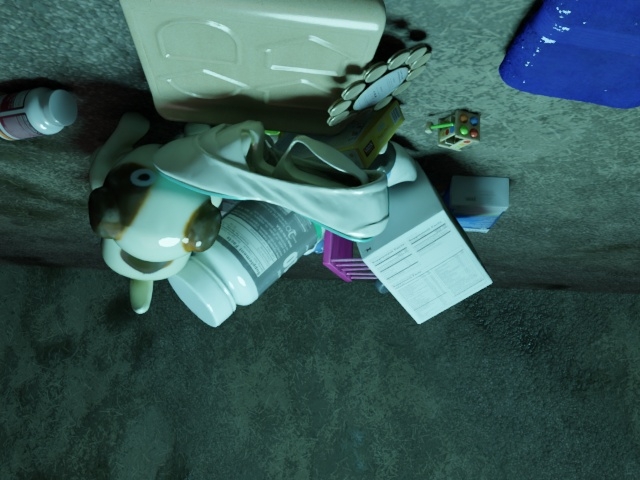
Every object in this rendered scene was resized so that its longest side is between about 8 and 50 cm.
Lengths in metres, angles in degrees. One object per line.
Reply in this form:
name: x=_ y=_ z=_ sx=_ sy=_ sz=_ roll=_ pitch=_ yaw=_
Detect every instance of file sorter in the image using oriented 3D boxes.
file sorter: x=0.130 y=-0.010 z=1.774 sx=0.182 sy=0.202 sz=0.291 roll=-1 pitch=167 yaw=14

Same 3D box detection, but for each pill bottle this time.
pill bottle: x=-0.176 y=0.023 z=1.562 sx=0.204 sy=0.361 sz=0.204 roll=37 pitch=155 yaw=21
pill bottle: x=-0.521 y=-0.232 z=1.188 sx=0.152 sy=0.086 sz=0.086 roll=-2 pitch=167 yaw=27

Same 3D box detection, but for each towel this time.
towel: x=0.373 y=-0.267 z=0.815 sx=0.228 sy=0.076 sz=0.308 roll=11 pitch=168 yaw=0

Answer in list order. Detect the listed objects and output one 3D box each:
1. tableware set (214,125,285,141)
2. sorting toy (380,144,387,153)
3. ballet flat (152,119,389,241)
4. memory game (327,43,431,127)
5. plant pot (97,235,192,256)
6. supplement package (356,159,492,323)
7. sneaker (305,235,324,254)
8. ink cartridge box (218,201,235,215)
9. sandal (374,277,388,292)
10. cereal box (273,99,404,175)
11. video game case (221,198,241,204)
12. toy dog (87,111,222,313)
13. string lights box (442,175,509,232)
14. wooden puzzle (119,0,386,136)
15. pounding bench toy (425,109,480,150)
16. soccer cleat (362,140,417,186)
tableware set: x=-0.138 y=-0.216 z=1.300 sx=0.154 sy=0.024 sz=0.104 roll=6 pitch=168 yaw=-13
sorting toy: x=0.101 y=-0.193 z=1.215 sx=0.045 sy=0.075 sz=0.083 roll=14 pitch=164 yaw=-41
ballet flat: x=-0.073 y=-0.121 z=1.044 sx=0.400 sy=0.139 sz=0.139 roll=19 pitch=170 yaw=7
memory game: x=0.086 y=-0.228 z=0.969 sx=0.186 sy=0.012 sz=0.186 roll=-32 pitch=172 yaw=-5
plant pot: x=-0.414 y=-0.050 z=1.623 sx=0.248 sy=0.252 sz=0.247 roll=13 pitch=164 yaw=-38
supplement package: x=0.217 y=0.006 z=1.461 sx=0.198 sy=0.199 sz=0.262 roll=-32 pitch=128 yaw=14
sneaker: x=0.000 y=0.000 z=1.764 sx=0.080 sy=0.081 sz=0.211 roll=-4 pitch=-162 yaw=24
ink cartridge box: x=-0.256 y=-0.084 z=1.770 sx=0.083 sy=0.028 sz=0.048 roll=12 pitch=165 yaw=-38
sandal: x=0.238 y=0.036 z=1.678 sx=0.254 sy=0.054 sz=0.097 roll=-36 pitch=153 yaw=-2
cereal box: x=0.010 y=-0.171 z=1.160 sx=0.240 sy=0.173 sz=0.047 roll=-6 pitch=124 yaw=38
video game case: x=-0.171 y=-0.095 z=1.856 sx=0.329 sy=0.036 sz=0.300 roll=12 pitch=165 yaw=-33
toy dog: x=-0.340 y=-0.061 z=1.273 sx=0.285 sy=0.395 sz=0.408 roll=20 pitch=170 yaw=-16
string lights box: x=0.378 y=-0.086 z=1.637 sx=0.133 sy=0.076 sz=0.259 roll=3 pitch=168 yaw=3
wooden puzzle: x=-0.094 y=-0.269 z=0.932 sx=0.322 sy=0.080 sz=0.348 roll=4 pitch=163 yaw=-5
pounding bench toy: x=0.240 y=-0.203 z=1.180 sx=0.083 sy=0.052 sz=0.065 roll=9 pitch=167 yaw=-24
soccer cleat: x=0.055 y=-0.133 z=1.412 sx=0.331 sy=0.116 sz=0.143 roll=-7 pitch=164 yaw=39
